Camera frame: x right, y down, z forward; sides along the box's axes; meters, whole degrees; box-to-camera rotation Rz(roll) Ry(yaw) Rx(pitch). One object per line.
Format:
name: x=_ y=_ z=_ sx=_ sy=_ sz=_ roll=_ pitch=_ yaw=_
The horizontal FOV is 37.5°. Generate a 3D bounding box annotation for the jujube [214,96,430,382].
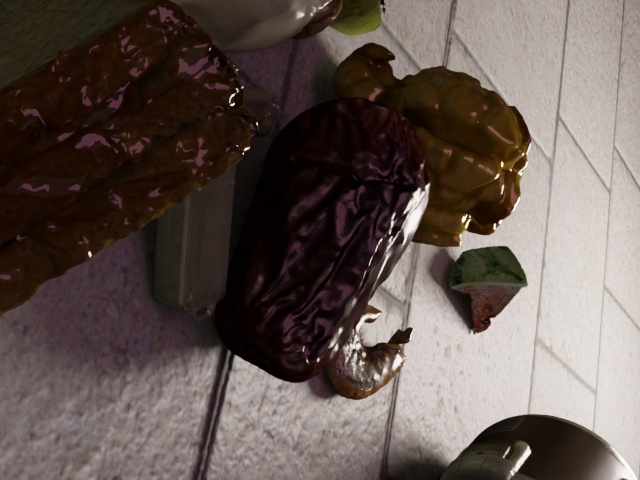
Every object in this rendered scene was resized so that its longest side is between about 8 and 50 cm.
jujube: x=0.000 y=0.000 z=1.108 sx=0.216 sy=0.216 sz=0.342 roll=48 pitch=57 yaw=-43

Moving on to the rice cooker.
rice cooker: x=0.304 y=0.445 z=1.395 sx=0.325 sy=0.335 sz=0.335 roll=-24 pitch=107 yaw=-55

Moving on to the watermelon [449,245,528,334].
watermelon: x=0.297 y=0.076 z=1.622 sx=0.097 sy=0.121 sz=0.158 roll=-91 pitch=158 yaw=-47

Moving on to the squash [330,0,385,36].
squash: x=0.052 y=-0.376 z=1.257 sx=0.204 sy=0.155 sz=0.236 roll=-47 pitch=123 yaw=-46

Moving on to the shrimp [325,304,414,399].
shrimp: x=0.069 y=0.147 z=1.311 sx=0.188 sy=0.052 sz=0.132 roll=-17 pitch=101 yaw=-53

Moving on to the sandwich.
sandwich: x=-0.226 y=-0.081 z=0.682 sx=0.262 sy=0.325 sz=0.131 roll=-36 pitch=123 yaw=-12

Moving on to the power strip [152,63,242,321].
power strip: x=-0.128 y=-0.050 z=0.981 sx=0.078 sy=0.052 sz=0.272 roll=-15 pitch=116 yaw=-54

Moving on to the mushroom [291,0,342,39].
mushroom: x=-0.051 y=-0.358 z=1.145 sx=0.247 sy=0.096 sz=0.108 roll=52 pitch=45 yaw=-42

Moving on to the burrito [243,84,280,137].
burrito: x=-0.142 y=-0.156 z=1.021 sx=0.275 sy=0.059 sz=0.082 roll=1 pitch=97 yaw=-56

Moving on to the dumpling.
dumpling: x=-0.083 y=-0.297 z=1.060 sx=0.126 sy=0.216 sz=0.166 roll=-86 pitch=155 yaw=-74

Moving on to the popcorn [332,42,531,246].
popcorn: x=0.150 y=-0.130 z=1.300 sx=0.332 sy=0.265 sz=0.225 roll=46 pitch=76 yaw=-13
